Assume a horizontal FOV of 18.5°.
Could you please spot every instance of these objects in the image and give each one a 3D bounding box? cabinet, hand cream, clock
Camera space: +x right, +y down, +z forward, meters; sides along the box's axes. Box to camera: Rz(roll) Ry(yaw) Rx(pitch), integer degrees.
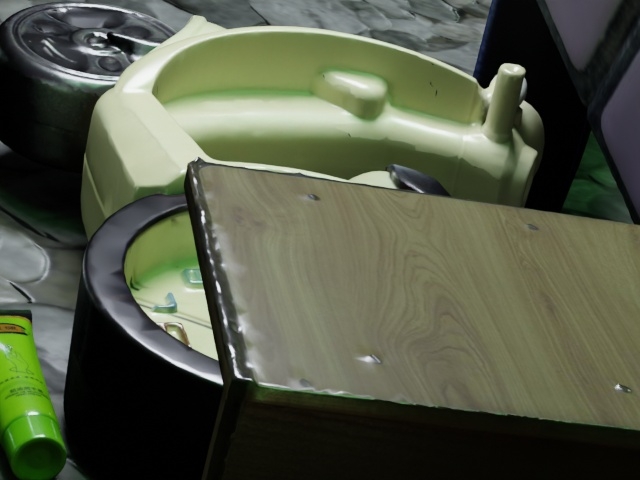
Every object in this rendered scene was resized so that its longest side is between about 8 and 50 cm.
[{"bbox_3d":[0.050,0.092,0.640,0.215,0.175,0.148,8,27,-14],"label":"cabinet"},{"bbox_3d":[-0.124,0.057,0.792,0.036,0.023,0.122,1,25,-20],"label":"hand cream"},{"bbox_3d":[0.000,0.000,0.884,0.276,0.120,0.379,3,33,-17],"label":"clock"}]

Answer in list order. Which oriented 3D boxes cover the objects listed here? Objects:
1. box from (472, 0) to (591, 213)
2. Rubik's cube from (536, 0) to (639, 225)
[{"bbox_3d":[0.138,-0.124,1.140,0.071,0.168,0.259,16,26,6],"label":"box"},{"bbox_3d":[0.325,-0.117,0.823,0.363,0.359,0.362,-17,69,-17],"label":"Rubik's cube"}]
